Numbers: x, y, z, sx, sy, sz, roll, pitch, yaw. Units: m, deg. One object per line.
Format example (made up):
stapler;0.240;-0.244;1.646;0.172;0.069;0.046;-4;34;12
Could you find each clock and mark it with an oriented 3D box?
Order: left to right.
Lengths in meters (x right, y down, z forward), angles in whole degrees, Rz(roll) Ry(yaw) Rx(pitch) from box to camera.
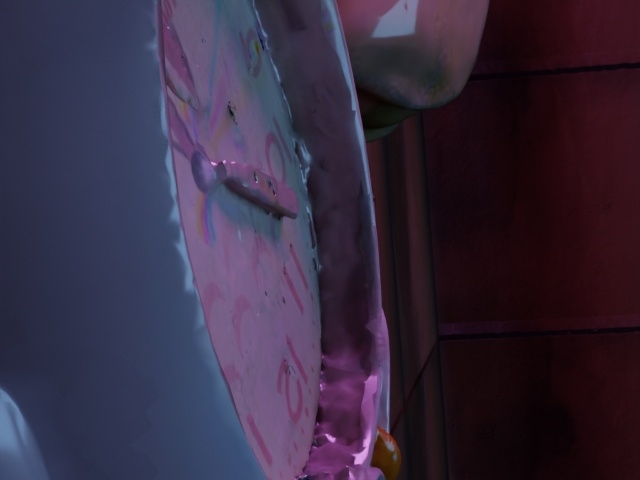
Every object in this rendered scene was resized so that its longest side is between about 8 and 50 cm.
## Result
clock;-0.114;0.024;0.563;0.368;0.250;0.377;-79;155;-54

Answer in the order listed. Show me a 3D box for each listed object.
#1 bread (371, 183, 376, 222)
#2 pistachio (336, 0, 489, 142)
bread;0.000;0.000;1.536;0.181;0.096;0.222;68;23;-58
pistachio;0.003;-0.300;1.170;0.365;0.281;0.445;-7;86;-52
